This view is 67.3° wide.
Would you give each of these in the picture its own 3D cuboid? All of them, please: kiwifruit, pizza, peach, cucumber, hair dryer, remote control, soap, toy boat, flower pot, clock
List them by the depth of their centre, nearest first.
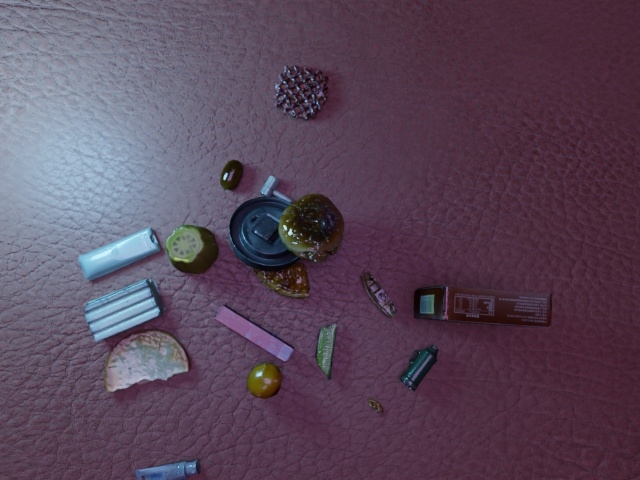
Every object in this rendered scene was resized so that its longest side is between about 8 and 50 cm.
[{"bbox_3d":[-0.208,0.521,1.784,0.138,0.138,0.138,1,84,-5],"label":"peach"},{"bbox_3d":[-0.726,0.255,1.793,0.261,0.094,0.150,-22,91,-8],"label":"soap"},{"bbox_3d":[-0.489,0.025,1.793,0.195,0.179,0.195,1,82,-4],"label":"flower pot"},{"bbox_3d":[-0.193,-0.026,1.824,0.313,0.061,0.312,6,58,-9],"label":"clock"},{"bbox_3d":[-0.766,0.050,1.829,0.293,0.051,0.103,-24,86,-8],"label":"remote control"},{"bbox_3d":[-0.157,0.113,1.861,0.305,0.085,0.161,38,81,-2],"label":"pizza"},{"bbox_3d":[0.017,0.426,1.863,0.070,0.046,0.220,7,82,-2],"label":"cucumber"},{"bbox_3d":[0.216,0.646,1.870,0.083,0.016,0.037,43,88,-1],"label":"pizza"},{"bbox_3d":[0.228,0.213,1.891,0.064,0.072,0.206,-35,89,-10],"label":"toy boat"},{"bbox_3d":[-0.350,-0.258,1.892,0.075,0.075,0.124,23,86,-2],"label":"kiwifruit"},{"bbox_3d":[-0.163,-0.188,1.916,0.137,0.047,0.082,32,81,-7],"label":"hair dryer"}]

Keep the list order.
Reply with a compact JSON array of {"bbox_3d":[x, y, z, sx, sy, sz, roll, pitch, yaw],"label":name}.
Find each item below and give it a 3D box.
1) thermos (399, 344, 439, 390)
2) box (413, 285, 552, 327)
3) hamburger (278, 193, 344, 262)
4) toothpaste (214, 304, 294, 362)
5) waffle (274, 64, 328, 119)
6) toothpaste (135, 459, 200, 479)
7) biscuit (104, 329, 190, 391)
[{"bbox_3d":[0.393,0.491,1.881,0.073,0.083,0.187,45,80,-21],"label":"thermos"},{"bbox_3d":[0.581,0.246,1.782,0.385,0.344,0.122,5,82,-5],"label":"box"},{"bbox_3d":[-0.034,-0.040,1.758,0.243,0.146,0.286,7,59,-2],"label":"hamburger"},{"bbox_3d":[-0.250,0.353,1.830,0.320,0.076,0.066,33,82,-2],"label":"toothpaste"},{"bbox_3d":[-0.079,-0.605,1.965,0.221,0.055,0.234,12,78,-2],"label":"waffle"},{"bbox_3d":[-0.560,0.858,1.760,0.234,0.057,0.089,-15,83,0],"label":"toothpaste"},{"bbox_3d":[-0.657,0.438,1.800,0.309,0.040,0.204,-13,85,-7],"label":"biscuit"}]
